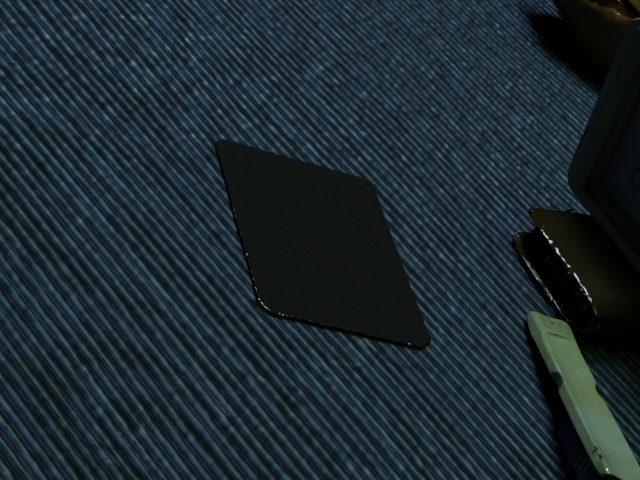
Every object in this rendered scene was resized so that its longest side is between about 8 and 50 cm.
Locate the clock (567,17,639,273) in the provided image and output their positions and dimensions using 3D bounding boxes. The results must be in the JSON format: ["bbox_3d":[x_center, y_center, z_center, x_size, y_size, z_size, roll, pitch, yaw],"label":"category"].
[{"bbox_3d":[0.246,-0.031,1.071,0.071,0.147,0.192,-9,47,-28],"label":"clock"}]

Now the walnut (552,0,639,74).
[{"bbox_3d":[0.280,-0.182,1.396,0.245,0.137,0.137,37,31,15],"label":"walnut"}]

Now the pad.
[{"bbox_3d":[0.000,0.000,1.015,0.112,0.003,0.157,14,34,-26],"label":"pad"}]

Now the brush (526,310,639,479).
[{"bbox_3d":[0.146,0.095,0.986,0.033,0.030,0.178,14,24,-14],"label":"brush"}]

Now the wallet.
[{"bbox_3d":[0.223,0.028,1.141,0.198,0.031,0.110,6,38,-35],"label":"wallet"}]
